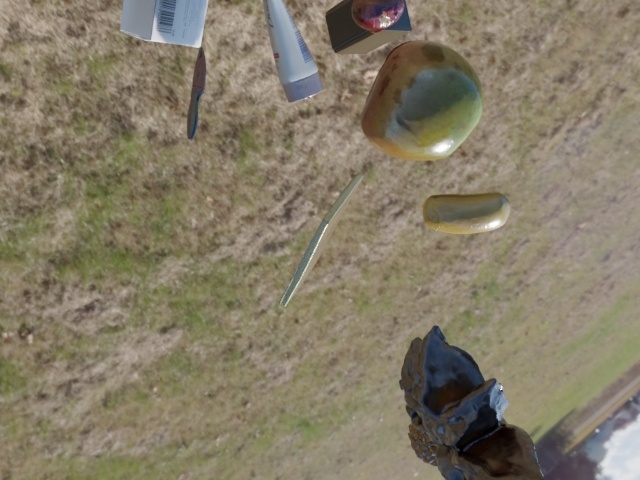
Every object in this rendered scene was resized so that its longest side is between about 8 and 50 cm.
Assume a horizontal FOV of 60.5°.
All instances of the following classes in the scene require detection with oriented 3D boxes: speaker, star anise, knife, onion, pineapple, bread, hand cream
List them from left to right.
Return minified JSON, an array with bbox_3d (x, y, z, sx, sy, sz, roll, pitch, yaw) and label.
[{"bbox_3d":[-0.301,-0.362,1.341,0.018,0.036,0.247,32,61,-69],"label":"knife"},{"bbox_3d":[-0.071,-0.409,1.111,0.083,0.133,0.247,-24,109,-4],"label":"hand cream"},{"bbox_3d":[0.158,-0.741,1.857,0.193,0.153,0.231,-18,-174,-39],"label":"speaker"},{"bbox_3d":[0.114,-0.473,1.111,0.107,0.107,0.097,-34,137,-11],"label":"onion"},{"bbox_3d":[0.453,0.602,1.820,0.223,0.222,0.357,-15,152,-35],"label":"pineapple"},{"bbox_3d":[0.208,0.279,0.786,0.118,0.331,0.331,-29,147,-11],"label":"star anise"},{"bbox_3d":[0.375,-0.067,1.414,0.147,0.217,0.098,15,76,-64],"label":"bread"}]

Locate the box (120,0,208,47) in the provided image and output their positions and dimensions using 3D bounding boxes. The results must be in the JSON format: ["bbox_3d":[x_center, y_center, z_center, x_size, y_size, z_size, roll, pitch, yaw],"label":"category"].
[{"bbox_3d":[-0.387,-0.653,1.407,0.203,0.116,0.274,-28,137,-60],"label":"box"}]

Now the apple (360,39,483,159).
[{"bbox_3d":[0.290,-0.387,1.561,0.338,0.305,0.338,-158,-90,-86],"label":"apple"}]

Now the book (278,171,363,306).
[{"bbox_3d":[0.001,0.001,1.017,0.170,0.018,0.241,-54,174,-46],"label":"book"}]
